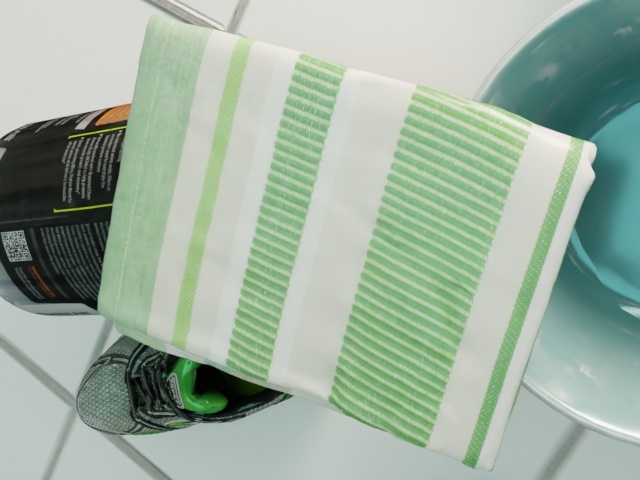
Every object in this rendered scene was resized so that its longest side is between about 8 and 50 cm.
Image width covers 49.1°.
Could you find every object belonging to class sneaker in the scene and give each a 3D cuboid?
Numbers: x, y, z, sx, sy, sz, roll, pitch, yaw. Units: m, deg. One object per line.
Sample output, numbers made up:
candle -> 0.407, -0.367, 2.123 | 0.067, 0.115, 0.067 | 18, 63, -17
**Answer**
sneaker -> -0.135, 0.128, 0.724 | 0.343, 0.146, 0.134 | -24, 86, 26

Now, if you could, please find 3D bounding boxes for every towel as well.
towel -> 0.000, 0.000, 0.502 | 0.324, 0.038, 0.248 | 18, 104, 14

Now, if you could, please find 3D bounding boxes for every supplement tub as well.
supplement tub -> -0.151, -0.032, 0.679 | 0.337, 0.207, 0.207 | -4, 94, 26

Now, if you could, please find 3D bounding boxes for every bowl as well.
bowl -> 0.261, -0.022, 0.509 | 0.311, 0.163, 0.312 | 3, 97, 25
